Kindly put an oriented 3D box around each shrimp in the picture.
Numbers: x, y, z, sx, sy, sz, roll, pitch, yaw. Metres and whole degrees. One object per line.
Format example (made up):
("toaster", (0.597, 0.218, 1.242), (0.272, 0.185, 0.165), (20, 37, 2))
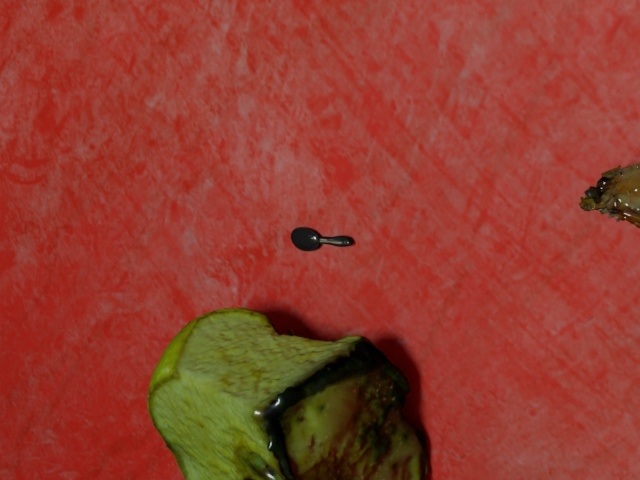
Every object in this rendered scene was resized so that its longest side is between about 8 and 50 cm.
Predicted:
("shrimp", (0.262, -0.024, 1.227), (0.184, 0.043, 0.091), (10, 121, 43))

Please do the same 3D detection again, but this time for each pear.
("pear", (-0.040, 0.188, 1.590), (0.255, 0.164, 0.238), (15, 131, 48))

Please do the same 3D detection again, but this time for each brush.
("brush", (0.000, 0.000, 1.553), (0.083, 0.008, 0.024), (4, 110, 47))
